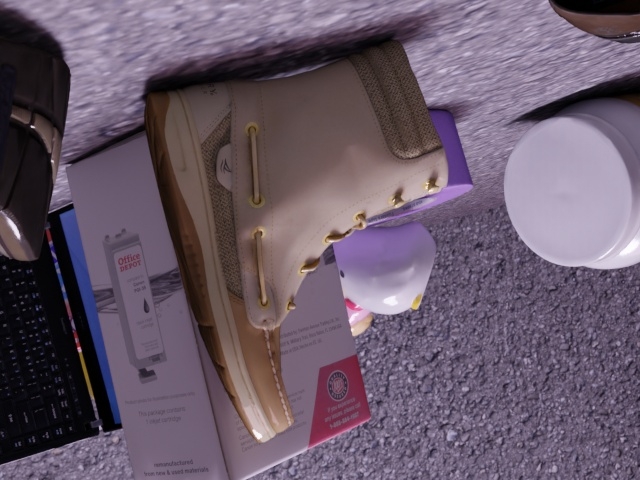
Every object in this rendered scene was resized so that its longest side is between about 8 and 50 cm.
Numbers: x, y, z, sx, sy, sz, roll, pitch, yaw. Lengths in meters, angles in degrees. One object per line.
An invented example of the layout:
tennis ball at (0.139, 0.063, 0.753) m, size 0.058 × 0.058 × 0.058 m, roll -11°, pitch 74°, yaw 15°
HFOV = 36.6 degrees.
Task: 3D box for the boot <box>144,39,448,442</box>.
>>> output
boot at (0.000, 0.000, 0.700) m, size 0.203 × 0.262 × 0.095 m, roll -17°, pitch -170°, yaw -15°

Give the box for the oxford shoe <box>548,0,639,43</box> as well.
oxford shoe at (0.228, -0.167, 0.536) m, size 0.096 × 0.083 × 0.227 m, roll -6°, pitch 169°, yaw -45°

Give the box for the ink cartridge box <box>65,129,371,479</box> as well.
ink cartridge box at (-0.081, 0.049, 0.844) m, size 0.117 × 0.283 × 0.207 m, roll -14°, pitch 177°, yaw 36°

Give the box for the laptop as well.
laptop at (-0.265, 0.083, 0.915) m, size 0.264 × 0.234 × 0.136 m, roll -14°, pitch 174°, yaw -22°

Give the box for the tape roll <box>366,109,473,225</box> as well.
tape roll at (0.031, -0.063, 1.111) m, size 0.274 × 0.090 × 0.275 m, roll -16°, pitch 175°, yaw -1°

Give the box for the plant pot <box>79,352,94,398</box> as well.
plant pot at (-0.298, 0.120, 1.652) m, size 0.187 × 0.212 × 0.212 m, roll -34°, pitch 167°, yaw 29°

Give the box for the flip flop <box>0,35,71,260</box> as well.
flip flop at (-0.184, -0.050, 0.466) m, size 0.080 × 0.112 × 0.277 m, roll 10°, pitch 179°, yaw 2°

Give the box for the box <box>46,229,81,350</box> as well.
box at (-0.285, 0.059, 1.149) m, size 0.299 × 0.142 × 0.154 m, roll -15°, pitch 176°, yaw -11°

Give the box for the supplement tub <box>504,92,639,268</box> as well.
supplement tub at (0.424, -0.086, 1.320) m, size 0.316 × 0.228 × 0.228 m, roll -13°, pitch 175°, yaw -40°

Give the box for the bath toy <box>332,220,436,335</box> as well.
bath toy at (0.048, 0.042, 1.169) m, size 0.129 × 0.151 × 0.348 m, roll 19°, pitch 174°, yaw -1°
